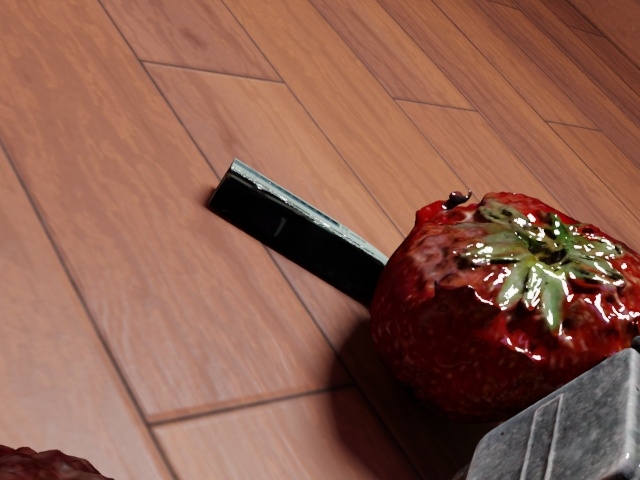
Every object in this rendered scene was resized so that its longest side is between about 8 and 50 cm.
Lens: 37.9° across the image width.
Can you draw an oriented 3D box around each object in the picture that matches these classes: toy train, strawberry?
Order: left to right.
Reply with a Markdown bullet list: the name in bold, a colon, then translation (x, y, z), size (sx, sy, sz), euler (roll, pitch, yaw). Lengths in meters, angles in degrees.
- **toy train**: translation (0.000, 0.000, 1.011), size (0.251, 0.055, 0.048), euler (32, 21, -9)
- **strawberry**: translation (0.175, 0.078, 0.900), size (0.274, 0.220, 0.274), euler (5, 34, -4)

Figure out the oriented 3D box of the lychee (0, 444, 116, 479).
- **lychee**: translation (-0.158, 0.209, 0.365), size (0.260, 0.261, 0.261), euler (27, 31, -18)

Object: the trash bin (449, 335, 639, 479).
- **trash bin**: translation (0.271, 0.301, 0.690), size (0.381, 0.295, 0.259), euler (48, 30, -3)
